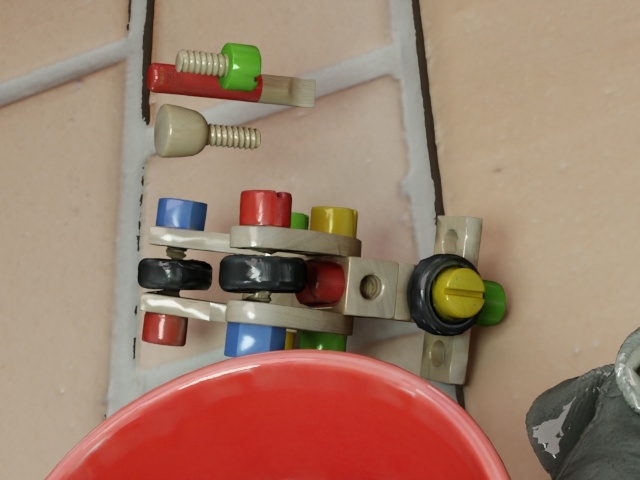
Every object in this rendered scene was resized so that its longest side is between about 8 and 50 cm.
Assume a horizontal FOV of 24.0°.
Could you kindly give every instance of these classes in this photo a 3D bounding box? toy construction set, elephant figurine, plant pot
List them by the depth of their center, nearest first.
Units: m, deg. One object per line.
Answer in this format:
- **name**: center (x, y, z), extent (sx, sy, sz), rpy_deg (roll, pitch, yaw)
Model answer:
- **plant pot**: center (-0.006, 0.236, 0.773), extent (0.275, 0.243, 0.275), rpy_deg (-11, 44, 11)
- **elephant figurine**: center (0.209, 0.123, 0.926), extent (0.169, 0.186, 0.239), rpy_deg (-14, 54, 27)
- **toy construction set**: center (0.000, 0.000, 1.130), extent (0.237, 0.257, 0.309), rpy_deg (3, 63, -23)
